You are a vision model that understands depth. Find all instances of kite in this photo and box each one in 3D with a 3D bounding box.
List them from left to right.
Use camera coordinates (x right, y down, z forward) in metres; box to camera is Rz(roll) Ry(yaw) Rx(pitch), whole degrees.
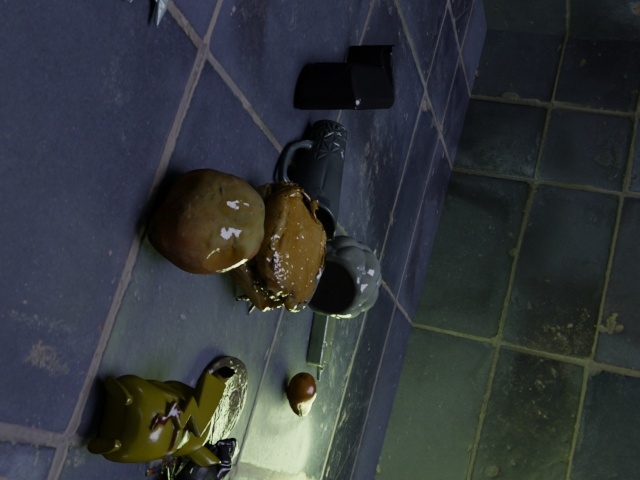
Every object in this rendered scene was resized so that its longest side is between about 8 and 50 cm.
[{"bbox_3d":[-0.340,0.501,1.821,0.160,0.010,0.182,17,85,-69],"label":"kite"}]

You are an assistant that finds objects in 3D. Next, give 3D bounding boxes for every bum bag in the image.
[{"bbox_3d":[-0.272,0.544,1.892,0.142,0.080,0.326,-65,165,23],"label":"bum bag"}]

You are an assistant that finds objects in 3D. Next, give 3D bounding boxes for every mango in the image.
[{"bbox_3d":[-0.059,0.453,2.456,0.159,0.084,0.105,109,-7,-45],"label":"mango"}]

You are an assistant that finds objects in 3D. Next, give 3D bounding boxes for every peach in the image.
[{"bbox_3d":[-0.227,-0.035,1.616,0.236,0.214,0.214,-17,117,-48],"label":"peach"}]

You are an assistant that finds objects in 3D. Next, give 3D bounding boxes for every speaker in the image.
[{"bbox_3d":[0.082,-0.449,2.260,0.388,0.180,0.184,-26,117,-67],"label":"speaker"}]

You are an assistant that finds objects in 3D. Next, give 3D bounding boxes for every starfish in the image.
[{"bbox_3d":[-0.164,0.131,2.063,0.130,0.041,0.133,-37,133,-60],"label":"starfish"}]

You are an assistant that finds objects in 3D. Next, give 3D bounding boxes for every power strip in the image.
[{"bbox_3d":[0.007,0.299,2.589,0.093,0.053,0.287,-2,102,-71],"label":"power strip"}]

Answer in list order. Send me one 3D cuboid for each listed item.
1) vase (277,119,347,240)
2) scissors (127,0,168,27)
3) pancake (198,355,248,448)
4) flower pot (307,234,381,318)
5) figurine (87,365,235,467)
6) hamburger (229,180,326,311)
[{"bbox_3d":[-0.013,-0.180,2.198,0.251,0.156,0.300,38,55,-39],"label":"vase"},{"bbox_3d":[-0.261,-0.567,1.476,0.256,0.029,0.383,51,53,-63],"label":"scissors"},{"bbox_3d":[-0.242,0.396,2.001,0.250,0.031,0.250,11,90,-69],"label":"pancake"},{"bbox_3d":[0.057,0.106,2.364,0.195,0.246,0.246,-33,130,-63],"label":"flower pot"},{"bbox_3d":[-0.299,0.341,1.623,0.327,0.169,0.218,23,83,-69],"label":"figurine"},{"bbox_3d":[-0.096,0.021,1.986,0.319,0.158,0.318,-14,107,-60],"label":"hamburger"}]
